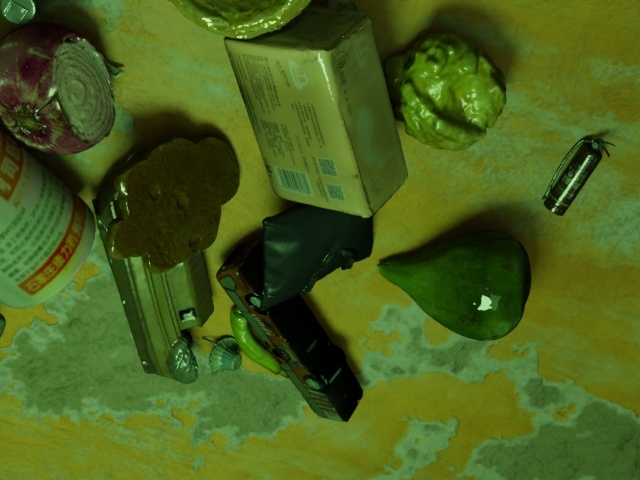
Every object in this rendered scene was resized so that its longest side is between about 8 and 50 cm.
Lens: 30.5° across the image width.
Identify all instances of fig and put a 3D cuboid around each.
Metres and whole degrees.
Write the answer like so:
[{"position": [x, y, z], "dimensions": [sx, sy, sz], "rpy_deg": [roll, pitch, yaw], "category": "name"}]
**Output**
[{"position": [0.230, 0.074, 2.079], "dimensions": [0.275, 0.206, 0.206], "rpy_deg": [4, 124, 16], "category": "fig"}]

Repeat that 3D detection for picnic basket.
[{"position": [-0.185, 0.217, 2.183], "dimensions": [0.083, 0.083, 0.065], "rpy_deg": [16, 135, 28], "category": "picnic basket"}]

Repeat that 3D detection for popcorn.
[{"position": [0.201, -0.239, 1.897], "dimensions": [0.197, 0.155, 0.198], "rpy_deg": [-4, 104, -15], "category": "popcorn"}]

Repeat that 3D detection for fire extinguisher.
[{"position": [0.449, -0.118, 2.057], "dimensions": [0.064, 0.043, 0.158], "rpy_deg": [39, 117, 20], "category": "fire extinguisher"}]

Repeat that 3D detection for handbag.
[{"position": [0.000, 0.000, 2.002], "dimensions": [0.254, 0.088, 0.211], "rpy_deg": [-25, 141, -31], "category": "handbag"}]

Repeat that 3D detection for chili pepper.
[{"position": [-0.123, 0.196, 2.189], "dimensions": [0.049, 0.043, 0.208], "rpy_deg": [-45, 128, -22], "category": "chili pepper"}]

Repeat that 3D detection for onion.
[{"position": [-0.428, -0.233, 1.811], "dimensions": [0.200, 0.201, 0.207], "rpy_deg": [-27, 157, 10], "category": "onion"}]

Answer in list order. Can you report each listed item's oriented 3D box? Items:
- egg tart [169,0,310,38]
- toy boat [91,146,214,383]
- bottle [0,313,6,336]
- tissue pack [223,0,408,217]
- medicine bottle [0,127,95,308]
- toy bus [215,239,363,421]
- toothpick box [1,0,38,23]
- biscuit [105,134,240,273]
[{"position": [-0.118, -0.448, 1.720], "dimensions": [0.294, 0.123, 0.294], "rpy_deg": [-1, 105, -3], "category": "egg tart"}, {"position": [-0.277, 0.054, 2.031], "dimensions": [0.162, 0.136, 0.446], "rpy_deg": [-17, 122, -9], "category": "toy boat"}, {"position": [-0.724, 0.119, 1.965], "dimensions": [0.351, 0.229, 0.229], "rpy_deg": [33, 114, -2], "category": "bottle"}, {"position": [0.021, -0.228, 1.854], "dimensions": [0.238, 0.238, 0.306], "rpy_deg": [-15, 125, 3], "category": "tissue pack"}, {"position": [-0.549, -0.076, 1.823], "dimensions": [0.219, 0.219, 0.388], "rpy_deg": [-32, 132, 13], "category": "medicine bottle"}, {"position": [-0.051, 0.170, 2.137], "dimensions": [0.092, 0.093, 0.409], "rpy_deg": [0, 133, 43], "category": "toy bus"}, {"position": [-0.452, -0.366, 1.775], "dimensions": [0.052, 0.083, 0.052], "rpy_deg": [-3, 122, -4], "category": "toothpick box"}, {"position": [-0.244, -0.061, 1.915], "dimensions": [0.290, 0.041, 0.208], "rpy_deg": [-39, 124, -34], "category": "biscuit"}]
